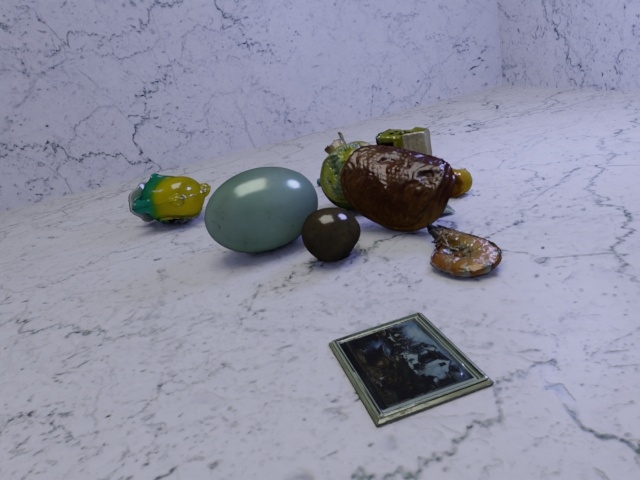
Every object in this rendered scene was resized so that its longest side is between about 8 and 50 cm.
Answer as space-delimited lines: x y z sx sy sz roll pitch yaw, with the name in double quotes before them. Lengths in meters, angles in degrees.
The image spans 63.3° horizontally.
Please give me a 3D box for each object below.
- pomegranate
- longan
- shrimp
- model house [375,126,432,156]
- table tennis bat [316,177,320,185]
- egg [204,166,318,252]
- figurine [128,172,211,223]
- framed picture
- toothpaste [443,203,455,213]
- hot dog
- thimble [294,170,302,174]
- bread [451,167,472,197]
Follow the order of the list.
"pomegranate" 0.115 -0.265 1.952 0.260 0.260 0.341 -17 60 -12
"longan" 0.034 -0.019 1.542 0.167 0.168 0.187 7 18 40
"shrimp" 0.354 0.025 1.407 0.164 0.062 0.317 -21 25 -14
"model house" 0.385 -0.389 2.249 0.234 0.194 0.175 1 22 30
"table tennis bat" 0.079 -0.283 2.365 0.201 0.033 0.124 -13 19 -10
"egg" -0.191 -0.102 1.716 0.388 0.276 0.276 -19 22 -22
"figurine" -0.648 -0.183 2.236 0.340 0.232 0.323 -3 17 36
"framed picture" 0.162 0.235 1.033 0.232 0.019 0.296 -16 22 -12
"toothpaste" 0.407 -0.135 1.813 0.064 0.041 0.218 -6 25 -1
"hot dog" 0.244 -0.179 1.677 0.387 0.174 0.267 21 78 34
"thimble" -0.152 -0.187 2.096 0.195 0.148 0.229 -16 24 -17
"bread" 0.438 -0.218 1.923 0.094 0.102 0.245 -20 23 -38
